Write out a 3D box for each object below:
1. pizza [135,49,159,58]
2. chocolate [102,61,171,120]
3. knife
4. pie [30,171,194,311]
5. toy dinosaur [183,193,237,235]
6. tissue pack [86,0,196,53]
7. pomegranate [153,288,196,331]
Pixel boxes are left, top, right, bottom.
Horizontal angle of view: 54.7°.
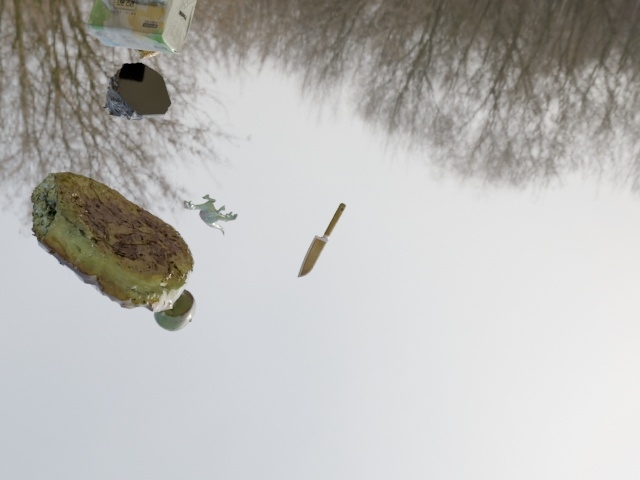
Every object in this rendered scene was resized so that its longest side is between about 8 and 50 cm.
[{"bbox_3d":[-0.518,-0.602,1.867,0.099,0.036,0.160,31,-131,-1],"label":"pizza"},{"bbox_3d":[-0.483,-0.361,1.563,0.133,0.156,0.156,-15,-173,40],"label":"chocolate"},{"bbox_3d":[0.000,0.000,1.805,0.046,0.256,0.022,25,-172,-30],"label":"knife"},{"bbox_3d":[-0.358,-0.003,1.087,0.288,0.103,0.354,32,-169,-35],"label":"pie"},{"bbox_3d":[-0.355,-0.074,2.009,0.167,0.242,0.053,-5,-114,-12],"label":"toy dinosaur"},{"bbox_3d":[-0.449,-0.566,1.508,0.229,0.159,0.145,13,173,19],"label":"tissue pack"},{"bbox_3d":[-0.381,0.162,1.549,0.142,0.114,0.114,33,-153,-9],"label":"pomegranate"}]
